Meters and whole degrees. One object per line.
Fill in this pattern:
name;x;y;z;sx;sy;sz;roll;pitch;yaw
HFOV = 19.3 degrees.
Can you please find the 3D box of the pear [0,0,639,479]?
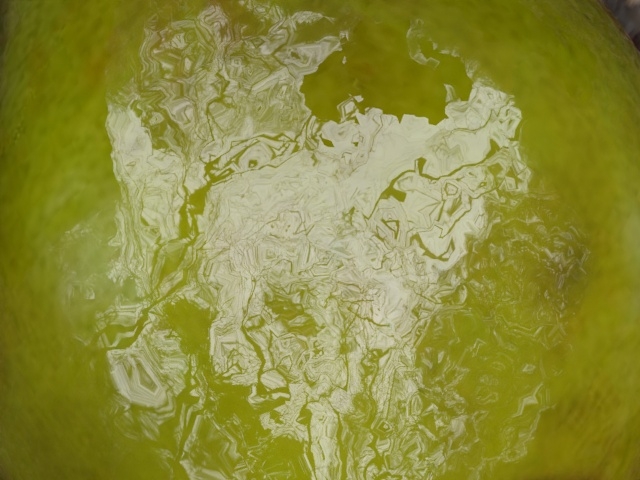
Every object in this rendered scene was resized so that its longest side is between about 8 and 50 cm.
pear;0.000;0.000;0.606;0.269;0.269;0.321;-20;67;6
